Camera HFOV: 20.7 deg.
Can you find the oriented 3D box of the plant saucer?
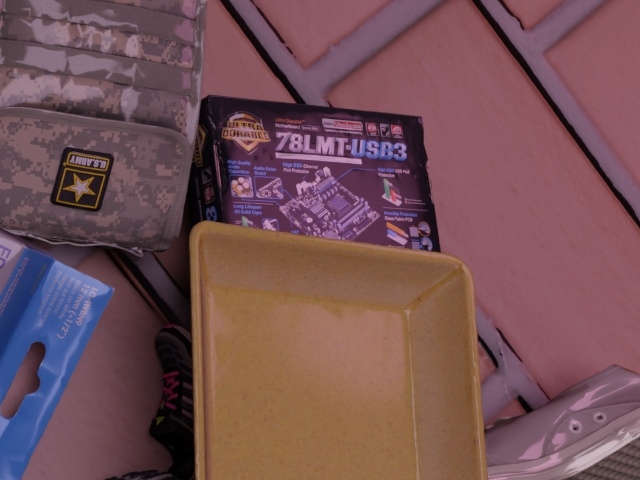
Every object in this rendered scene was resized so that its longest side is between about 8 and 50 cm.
[{"bbox_3d":[0.006,0.166,1.734,0.333,0.081,0.333,8,70,-30],"label":"plant saucer"}]

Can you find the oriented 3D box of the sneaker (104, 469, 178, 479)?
[{"bbox_3d":[-0.240,0.331,1.720,0.275,0.107,0.110,-43,116,-23],"label":"sneaker"}]

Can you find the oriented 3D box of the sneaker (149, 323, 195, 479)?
[{"bbox_3d":[-0.145,0.172,1.809,0.075,0.063,0.170,-16,89,-34],"label":"sneaker"}]

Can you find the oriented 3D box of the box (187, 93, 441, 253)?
[{"bbox_3d":[0.000,0.000,1.890,0.295,0.073,0.293,2,72,-37],"label":"box"}]

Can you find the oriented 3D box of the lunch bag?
[{"bbox_3d":[-0.250,-0.132,1.783,0.235,0.169,0.287,8,80,-22],"label":"lunch bag"}]

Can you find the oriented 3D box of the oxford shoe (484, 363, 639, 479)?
[{"bbox_3d":[0.204,0.263,1.926,0.449,0.169,0.130,-22,47,-21],"label":"oxford shoe"}]

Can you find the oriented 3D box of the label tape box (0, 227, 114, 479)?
[{"bbox_3d":[-0.392,0.082,1.650,0.348,0.115,0.249,28,86,-15],"label":"label tape box"}]
